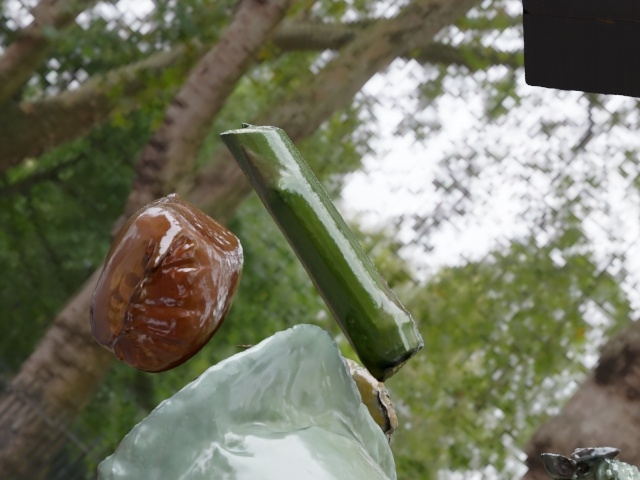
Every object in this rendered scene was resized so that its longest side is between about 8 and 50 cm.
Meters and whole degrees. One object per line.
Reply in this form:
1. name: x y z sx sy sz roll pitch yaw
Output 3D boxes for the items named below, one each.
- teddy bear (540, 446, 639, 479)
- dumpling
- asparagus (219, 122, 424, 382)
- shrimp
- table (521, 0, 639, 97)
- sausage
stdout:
1. teddy bear: 0.261 0.244 1.061 0.133 0.111 0.213 100 -29 -76
2. dumpling: -0.025 0.240 1.186 0.212 0.270 0.320 44 -7 20
3. asparagus: 0.002 -0.001 1.260 0.277 0.060 0.067 57 -1 8
4. shrimp: -0.031 0.205 1.555 0.253 0.173 0.058 1 -11 27
5. table: 0.192 -0.169 0.615 0.169 0.172 0.193 13 -61 40
6. sausage: -0.101 0.024 0.950 0.094 0.097 0.348 25 2 -8
